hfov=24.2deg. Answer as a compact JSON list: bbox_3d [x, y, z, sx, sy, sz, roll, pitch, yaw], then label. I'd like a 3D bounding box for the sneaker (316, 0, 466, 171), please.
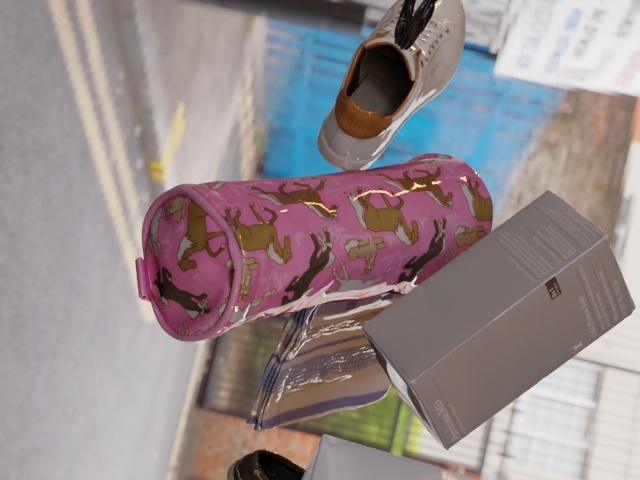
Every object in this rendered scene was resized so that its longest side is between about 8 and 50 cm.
[{"bbox_3d":[0.100,-0.207,1.679,0.290,0.106,0.123,-60,177,-33],"label":"sneaker"}]

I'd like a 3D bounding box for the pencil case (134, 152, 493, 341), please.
[{"bbox_3d":[0.000,0.000,1.517,0.386,0.160,0.167,-10,137,-43],"label":"pencil case"}]

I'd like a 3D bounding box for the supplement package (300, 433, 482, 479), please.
[{"bbox_3d":[0.054,0.356,1.450,0.145,0.204,0.262,110,-3,-55],"label":"supplement package"}]

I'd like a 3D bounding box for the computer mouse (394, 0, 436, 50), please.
[{"bbox_3d":[0.143,-0.281,1.404,0.242,0.041,0.071,-58,-154,19],"label":"computer mouse"}]

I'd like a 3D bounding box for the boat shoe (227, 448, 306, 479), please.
[{"bbox_3d":[-0.020,0.363,2.072,0.068,0.227,0.081,-41,-155,43],"label":"boat shoe"}]

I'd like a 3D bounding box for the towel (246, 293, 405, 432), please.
[{"bbox_3d":[0.032,0.129,1.842,0.034,0.209,0.285,60,-33,32],"label":"towel"}]

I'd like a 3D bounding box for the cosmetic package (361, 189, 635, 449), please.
[{"bbox_3d":[0.172,0.077,1.449,0.238,0.107,0.127,-39,135,-7],"label":"cosmetic package"}]
